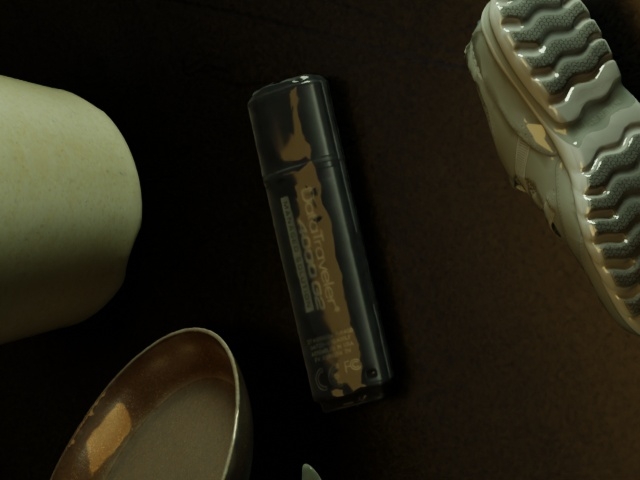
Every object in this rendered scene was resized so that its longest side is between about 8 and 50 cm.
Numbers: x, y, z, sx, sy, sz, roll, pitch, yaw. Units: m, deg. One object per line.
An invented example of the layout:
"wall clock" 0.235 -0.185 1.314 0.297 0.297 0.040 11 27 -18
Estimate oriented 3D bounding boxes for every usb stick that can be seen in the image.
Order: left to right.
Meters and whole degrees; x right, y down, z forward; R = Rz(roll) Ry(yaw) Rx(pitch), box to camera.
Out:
"usb stick" 0.000 0.000 1.506 0.077 0.045 0.278 -16 82 27

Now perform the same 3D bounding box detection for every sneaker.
"sneaker" 0.195 -0.055 1.357 0.281 0.105 0.115 67 156 9

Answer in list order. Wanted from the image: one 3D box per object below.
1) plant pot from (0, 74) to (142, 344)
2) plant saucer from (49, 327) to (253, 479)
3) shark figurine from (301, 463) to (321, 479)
"plant pot" -0.332 -0.024 1.577 0.334 0.305 0.333 1 91 35
"plant saucer" -0.148 0.222 1.531 0.310 0.050 0.310 -40 32 32
"shark figurine" -0.092 0.276 1.539 0.278 0.116 0.166 -5 87 33
